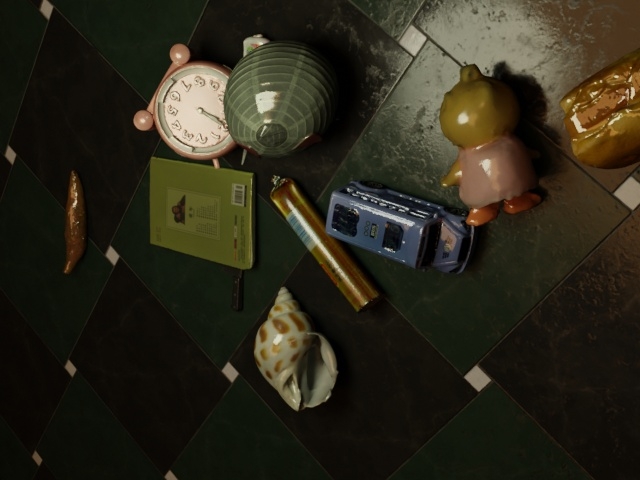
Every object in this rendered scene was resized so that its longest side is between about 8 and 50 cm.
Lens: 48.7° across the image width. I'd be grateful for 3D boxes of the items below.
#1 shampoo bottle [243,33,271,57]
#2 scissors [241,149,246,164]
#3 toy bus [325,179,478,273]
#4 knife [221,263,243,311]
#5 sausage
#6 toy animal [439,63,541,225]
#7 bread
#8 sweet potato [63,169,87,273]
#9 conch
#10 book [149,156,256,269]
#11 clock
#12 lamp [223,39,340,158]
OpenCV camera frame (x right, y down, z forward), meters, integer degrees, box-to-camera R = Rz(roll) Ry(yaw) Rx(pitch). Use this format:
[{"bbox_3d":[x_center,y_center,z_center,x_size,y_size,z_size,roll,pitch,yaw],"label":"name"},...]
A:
[{"bbox_3d":[-0.139,-0.407,1.570,0.072,0.043,0.099,15,112,29],"label":"shampoo bottle"},{"bbox_3d":[-0.177,-0.216,1.677,0.036,0.006,0.083,27,118,23],"label":"scissors"},{"bbox_3d":[0.161,-0.024,1.427,0.292,0.133,0.125,21,114,28],"label":"toy bus"},{"bbox_3d":[-0.222,0.060,1.788,0.072,0.019,0.245,14,109,34],"label":"knife"},{"bbox_3d":[0.000,0.000,1.580,0.371,0.082,0.082,52,125,11],"label":"sausage"},{"bbox_3d":[0.296,-0.175,1.272,0.195,0.169,0.281,-17,89,-6],"label":"toy animal"},{"bbox_3d":[0.541,-0.239,1.070,0.344,0.195,0.149,-35,78,39],"label":"bread"},{"bbox_3d":[-0.708,-0.051,2.054,0.072,0.066,0.314,17,111,22],"label":"sweet potato"},{"bbox_3d":[-0.065,0.250,1.658,0.149,0.183,0.275,-166,69,-76],"label":"conch"},{"bbox_3d":[-0.300,-0.075,1.785,0.352,0.035,0.239,13,108,33],"label":"book"},{"bbox_3d":[-0.263,-0.295,1.620,0.241,0.142,0.227,30,99,-1],"label":"clock"},{"bbox_3d":[-0.086,-0.282,1.456,0.265,0.233,0.233,-14,96,29],"label":"lamp"}]
